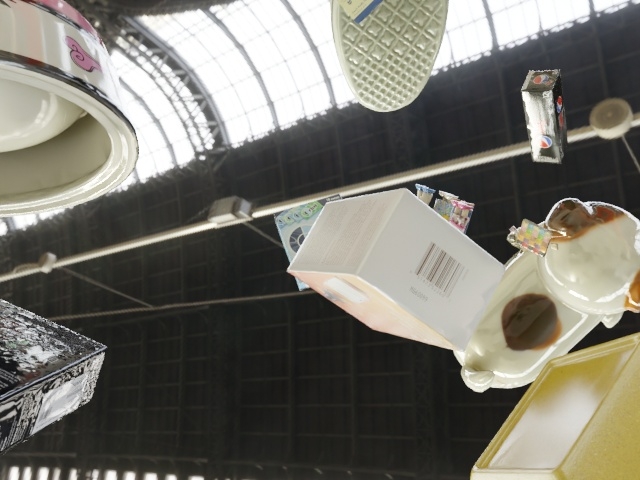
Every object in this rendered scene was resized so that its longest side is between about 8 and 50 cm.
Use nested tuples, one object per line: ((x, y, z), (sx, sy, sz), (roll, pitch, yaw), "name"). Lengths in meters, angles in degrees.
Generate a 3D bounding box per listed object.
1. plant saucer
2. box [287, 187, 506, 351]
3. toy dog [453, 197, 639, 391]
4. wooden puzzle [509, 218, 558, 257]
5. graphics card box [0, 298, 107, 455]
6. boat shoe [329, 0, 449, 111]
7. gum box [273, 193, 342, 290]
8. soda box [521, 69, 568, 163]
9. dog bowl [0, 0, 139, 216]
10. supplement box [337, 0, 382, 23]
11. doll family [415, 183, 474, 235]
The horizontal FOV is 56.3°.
((0.346, 0.254, 0.819), (0.081, 0.333, 0.333), (43, -113, 7), "plant saucer")
((0.066, 0.028, 0.586), (0.091, 0.130, 0.170), (-60, -162, -13), "box")
((0.431, 0.084, 1.132), (0.284, 0.395, 0.408), (52, -45, 17), "toy dog")
((0.337, -0.004, 0.945), (0.006, 0.049, 0.083), (-32, -130, -33), "wooden puzzle")
((-0.443, 0.161, 0.669), (0.233, 0.371, 0.094), (21, -80, 8), "graphics card box")
((0.088, -0.455, 0.923), (0.187, 0.500, 0.156), (-10, -158, 1), "boat shoe")
((0.000, 0.000, 1.294), (0.157, 0.041, 0.184), (-17, -120, -8), "gum box")
((0.402, -0.219, 1.068), (0.053, 0.169, 0.060), (8, -126, 33), "soda box")
((-0.436, -0.169, 0.731), (0.408, 0.408, 0.150), (-20, -111, 31), "dog bowl")
((0.042, -0.314, 0.713), (0.056, 0.083, 0.083), (-39, -166, 25), "supplement box")
((0.293, -0.020, 1.390), (0.263, 0.118, 0.163), (-137, -120, -64), "doll family")
